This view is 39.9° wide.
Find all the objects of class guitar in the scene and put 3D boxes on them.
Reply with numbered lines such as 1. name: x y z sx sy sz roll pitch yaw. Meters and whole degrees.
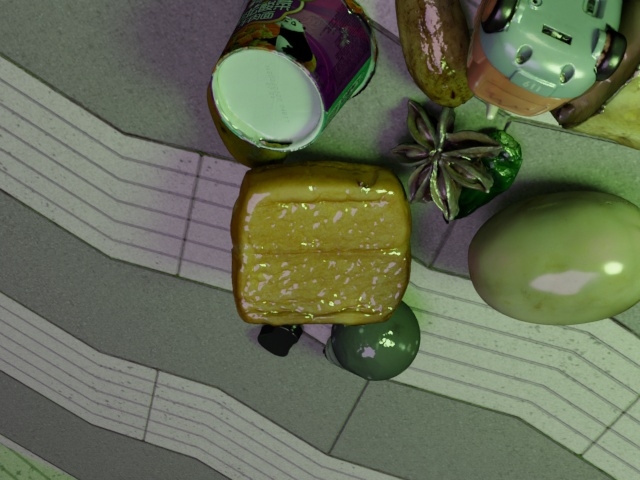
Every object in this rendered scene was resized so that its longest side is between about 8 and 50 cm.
1. guitar: -0.051 0.182 1.962 0.084 0.038 0.271 35 136 -11

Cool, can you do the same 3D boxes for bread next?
1. bread: -0.001 -0.004 1.630 0.336 0.148 0.328 -3 119 -5

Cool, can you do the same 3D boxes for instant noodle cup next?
1. instant noodle cup: -0.051 -0.272 1.416 0.251 0.190 0.251 13 135 13

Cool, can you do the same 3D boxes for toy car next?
1. toy car: 0.294 -0.298 1.200 0.180 0.271 0.212 22 159 -8

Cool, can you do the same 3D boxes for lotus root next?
1. lotus root: 0.173 -0.310 1.347 0.110 0.097 0.258 -4 126 32

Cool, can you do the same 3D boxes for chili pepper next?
1. chili pepper: 0.265 -0.099 1.528 0.098 0.061 0.224 33 135 -8

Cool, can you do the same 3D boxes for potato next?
1. potato: 0.479 -0.225 1.203 0.242 0.242 0.285 32 122 -6

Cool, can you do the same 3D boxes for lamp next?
1. lamp: 0.071 0.208 1.842 0.182 0.182 0.313 46 144 -20

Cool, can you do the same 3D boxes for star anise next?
1. star anise: 0.201 -0.131 1.472 0.212 0.073 0.197 47 127 25

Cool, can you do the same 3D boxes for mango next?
1. mango: -0.132 -0.212 1.583 0.195 0.098 0.137 45 138 -13

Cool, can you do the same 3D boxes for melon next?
1. melon: 0.405 0.030 1.468 0.316 0.223 0.223 -10 126 26
